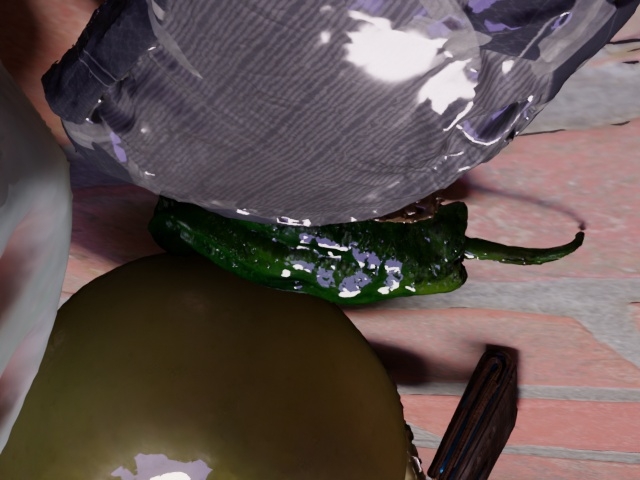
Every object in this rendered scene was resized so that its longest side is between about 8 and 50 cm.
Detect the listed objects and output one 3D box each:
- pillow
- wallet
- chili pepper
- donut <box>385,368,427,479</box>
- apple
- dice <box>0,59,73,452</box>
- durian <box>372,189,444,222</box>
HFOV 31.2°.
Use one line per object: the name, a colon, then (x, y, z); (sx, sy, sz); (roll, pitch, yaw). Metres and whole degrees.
pillow: (-0.008, -0.075, 0.417); (0.162, 0.092, 0.335); (23, 160, -13)
wallet: (0.134, 0.178, 1.000); (0.042, 0.124, 0.230); (26, 165, 15)
chili pepper: (0.000, 0.000, 0.663); (0.279, 0.065, 0.122); (8, -176, 27)
donut: (0.053, 0.186, 1.026); (0.068, 0.174, 0.174); (-19, 155, 5)
apple: (-0.085, 0.148, 0.814); (0.292, 0.292, 0.254); (17, -158, -12)
dice: (-0.290, 0.037, 0.543); (0.265, 0.262, 0.268); (23, 141, 1)
durian: (0.014, -0.049, 0.584); (0.130, 0.052, 0.066); (22, -163, -17)
